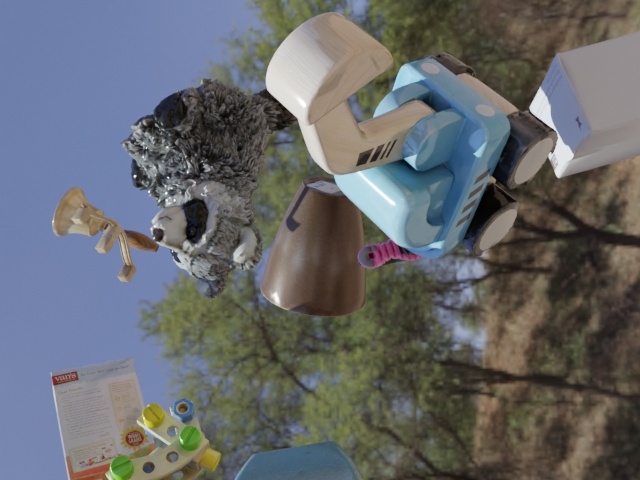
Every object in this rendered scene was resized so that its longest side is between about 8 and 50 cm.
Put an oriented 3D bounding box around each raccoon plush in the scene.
[{"bbox_3d":[-0.105,-0.109,1.401,0.299,0.446,0.216,56,152,10],"label":"raccoon plush"}]

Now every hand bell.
[{"bbox_3d":[-0.490,-0.026,1.999,0.126,0.241,0.126,21,-90,-81],"label":"hand bell"}]

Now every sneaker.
[{"bbox_3d":[0.114,0.021,1.392,0.057,0.119,0.047,126,134,-74],"label":"sneaker"}]

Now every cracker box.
[{"bbox_3d":[-0.400,0.336,1.564,0.067,0.155,0.232,103,151,-45],"label":"cracker box"}]

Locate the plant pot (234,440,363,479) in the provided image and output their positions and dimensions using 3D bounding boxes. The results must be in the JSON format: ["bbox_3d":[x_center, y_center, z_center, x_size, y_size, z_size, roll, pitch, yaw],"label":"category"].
[{"bbox_3d":[-0.021,0.466,1.332,0.252,0.247,0.247,-96,-6,-47],"label":"plant pot"}]

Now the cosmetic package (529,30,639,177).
[{"bbox_3d":[0.573,-0.252,1.428,0.217,0.384,0.156,92,163,-73],"label":"cosmetic package"}]

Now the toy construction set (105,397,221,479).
[{"bbox_3d":[-0.160,0.363,1.118,0.215,0.327,0.151,-37,-40,-28],"label":"toy construction set"}]

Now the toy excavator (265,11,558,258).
[{"bbox_3d":[0.107,-0.123,1.150,0.445,0.222,0.433,-25,-33,-34],"label":"toy excavator"}]

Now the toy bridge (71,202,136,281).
[{"bbox_3d":[-0.395,-0.005,1.584,0.063,0.026,0.188,-66,-35,-35],"label":"toy bridge"}]

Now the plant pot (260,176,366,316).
[{"bbox_3d":[0.000,0.000,1.676,0.215,0.215,0.231,-49,-31,-65],"label":"plant pot"}]
